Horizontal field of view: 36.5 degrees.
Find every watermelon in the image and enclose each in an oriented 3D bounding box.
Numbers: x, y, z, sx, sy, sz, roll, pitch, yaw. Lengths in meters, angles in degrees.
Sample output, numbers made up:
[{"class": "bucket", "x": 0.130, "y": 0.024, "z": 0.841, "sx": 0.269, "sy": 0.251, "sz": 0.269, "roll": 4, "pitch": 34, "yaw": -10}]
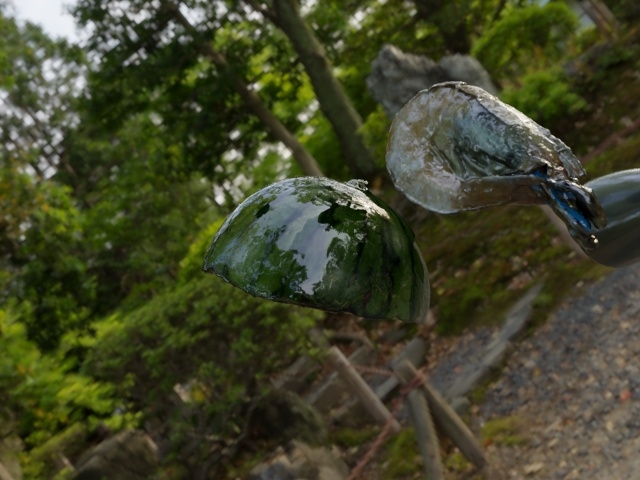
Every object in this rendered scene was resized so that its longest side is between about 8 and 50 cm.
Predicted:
[{"class": "watermelon", "x": 0.000, "y": 0.000, "z": 1.364, "sx": 0.331, "sy": 0.330, "sz": 0.189, "roll": 101, "pitch": 178, "yaw": -88}]

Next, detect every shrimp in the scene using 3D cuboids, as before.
[{"class": "shrimp", "x": 0.267, "y": -0.117, "z": 1.550, "sx": 0.221, "sy": 0.445, "sz": 0.110, "roll": -54, "pitch": -42, "yaw": -1}]

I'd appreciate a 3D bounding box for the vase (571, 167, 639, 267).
[{"class": "vase", "x": 0.583, "y": -0.064, "z": 1.654, "sx": 0.173, "sy": 0.173, "sz": 0.321, "roll": -39, "pitch": 2, "yaw": -22}]
